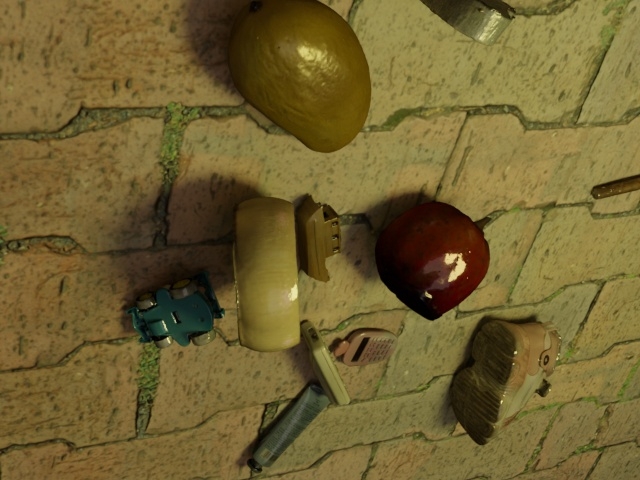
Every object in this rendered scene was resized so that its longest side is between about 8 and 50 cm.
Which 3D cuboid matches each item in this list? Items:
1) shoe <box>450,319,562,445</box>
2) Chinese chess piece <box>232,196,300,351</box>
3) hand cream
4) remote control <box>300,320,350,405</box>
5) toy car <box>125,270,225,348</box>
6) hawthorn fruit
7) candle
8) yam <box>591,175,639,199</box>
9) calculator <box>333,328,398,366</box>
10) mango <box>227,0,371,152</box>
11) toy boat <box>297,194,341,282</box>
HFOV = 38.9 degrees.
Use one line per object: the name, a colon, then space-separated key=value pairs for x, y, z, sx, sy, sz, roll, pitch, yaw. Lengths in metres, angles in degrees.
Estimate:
shoe: x=0.458 y=0.342 z=2.178 sx=0.198 sy=0.172 sz=0.351 roll=-6 pitch=131 yaw=-28
Chinese chess piece: x=-0.095 y=0.059 z=1.573 sx=0.112 sy=0.270 sz=0.270 roll=-3 pitch=130 yaw=-3
hand cream: x=-0.069 y=0.427 z=2.048 sx=0.088 sy=0.055 sz=0.256 roll=35 pitch=103 yaw=-35
remote control: x=0.008 y=0.269 z=1.929 sx=0.049 sy=0.090 sz=0.230 roll=-25 pitch=135 yaw=-2
toy car: x=-0.265 y=0.131 z=1.682 sx=0.162 sy=0.098 sz=0.126 roll=-14 pitch=109 yaw=20
hawthorn fruit: x=0.231 y=0.024 z=1.768 sx=0.250 sy=0.215 sz=0.215 roll=-32 pitch=135 yaw=1
candle: x=0.234 y=-0.387 z=1.471 sx=0.168 sy=0.192 sz=0.068 roll=34 pitch=114 yaw=3
yam: x=0.668 y=-0.118 z=2.004 sx=0.145 sy=0.032 sz=0.032 roll=-14 pitch=132 yaw=-17
calculator: x=0.100 y=0.236 z=1.998 sx=0.166 sy=0.024 sz=0.103 roll=5 pitch=124 yaw=-34
mango: x=-0.018 y=-0.267 z=1.441 sx=0.195 sy=0.142 sz=0.332 roll=-40 pitch=142 yaw=13
toy boat: x=0.000 y=0.000 z=1.725 sx=0.077 sy=0.057 sz=0.200 roll=-21 pitch=134 yaw=-21
